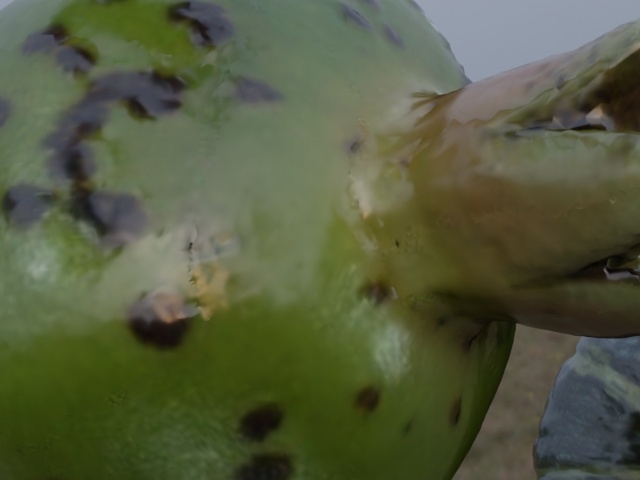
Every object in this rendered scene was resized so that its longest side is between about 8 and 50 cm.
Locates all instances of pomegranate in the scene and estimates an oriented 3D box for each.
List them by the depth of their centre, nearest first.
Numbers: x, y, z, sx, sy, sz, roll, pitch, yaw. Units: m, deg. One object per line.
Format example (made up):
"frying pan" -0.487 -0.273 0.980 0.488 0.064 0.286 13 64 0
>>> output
"pomegranate" -0.004 -0.010 0.452 0.286 0.231 0.231 -28 -5 17

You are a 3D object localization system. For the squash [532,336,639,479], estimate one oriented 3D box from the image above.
"squash" 0.251 0.137 0.792 0.252 0.252 0.165 -10 -14 14
